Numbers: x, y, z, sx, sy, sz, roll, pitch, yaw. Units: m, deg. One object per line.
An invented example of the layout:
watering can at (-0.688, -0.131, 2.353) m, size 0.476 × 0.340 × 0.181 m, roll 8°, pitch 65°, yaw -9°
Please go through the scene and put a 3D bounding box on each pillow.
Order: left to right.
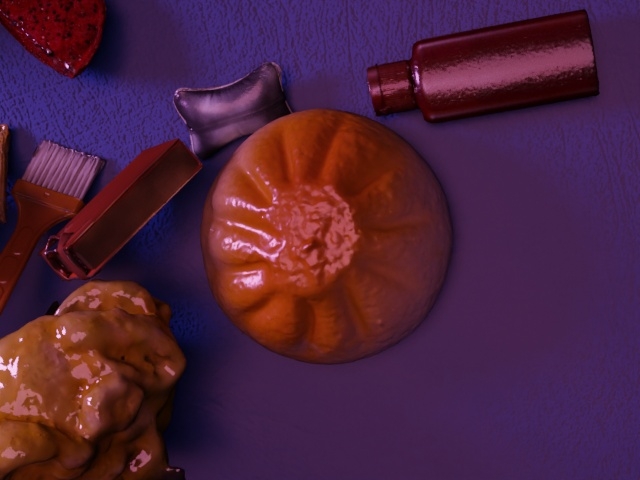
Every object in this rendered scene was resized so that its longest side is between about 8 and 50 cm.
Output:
pillow at (-0.101, -0.153, 1.760) m, size 0.135 × 0.055 × 0.091 m, roll -14°, pitch 91°, yaw 9°

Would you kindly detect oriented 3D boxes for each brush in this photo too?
brush at (-0.355, 0.015, 1.737) m, size 0.090 × 0.017 × 0.314 m, roll 18°, pitch 61°, yaw 10°

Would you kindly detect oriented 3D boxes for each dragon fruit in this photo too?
dragon fruit at (-0.311, -0.262, 1.780) m, size 0.162 × 0.083 × 0.106 m, roll 38°, pitch 74°, yaw 16°

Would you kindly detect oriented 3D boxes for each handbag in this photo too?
handbag at (-0.232, -0.032, 1.705) m, size 0.190 × 0.127 × 0.063 m, roll -46°, pitch 106°, yaw -22°

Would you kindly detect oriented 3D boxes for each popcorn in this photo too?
popcorn at (-0.270, 0.198, 1.668) m, size 0.281 × 0.297 × 0.316 m, roll 31°, pitch 65°, yaw 8°

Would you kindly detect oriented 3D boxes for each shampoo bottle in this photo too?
shampoo bottle at (0.186, -0.194, 1.717) m, size 0.260 × 0.064 × 0.102 m, roll -10°, pitch 90°, yaw 7°

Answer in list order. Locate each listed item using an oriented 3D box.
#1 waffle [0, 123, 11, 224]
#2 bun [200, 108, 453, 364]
waffle at (-0.419, -0.072, 1.780) m, size 0.097 × 0.023 × 0.153 m, roll -12°, pitch 54°, yaw 6°
bun at (0.000, 0.000, 1.694) m, size 0.299 × 0.165 × 0.299 m, roll 0°, pitch 90°, yaw 9°
